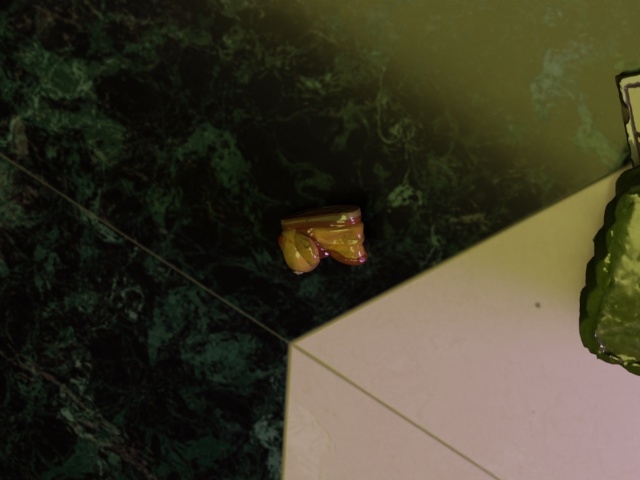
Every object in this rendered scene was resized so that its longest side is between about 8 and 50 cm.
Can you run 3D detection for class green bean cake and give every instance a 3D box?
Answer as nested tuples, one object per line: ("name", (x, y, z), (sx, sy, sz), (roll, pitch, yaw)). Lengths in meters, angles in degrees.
("green bean cake", (0.371, 0.043, 1.224), (0.214, 0.113, 0.200), (16, 111, 9))

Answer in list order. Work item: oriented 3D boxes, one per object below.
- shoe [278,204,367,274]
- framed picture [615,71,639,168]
("shoe", (0.000, 0.000, 1.350), (0.109, 0.072, 0.069), (-15, 99, 19))
("framed picture", (0.428, -0.046, 1.248), (0.211, 0.020, 0.289), (-11, 106, 18))
